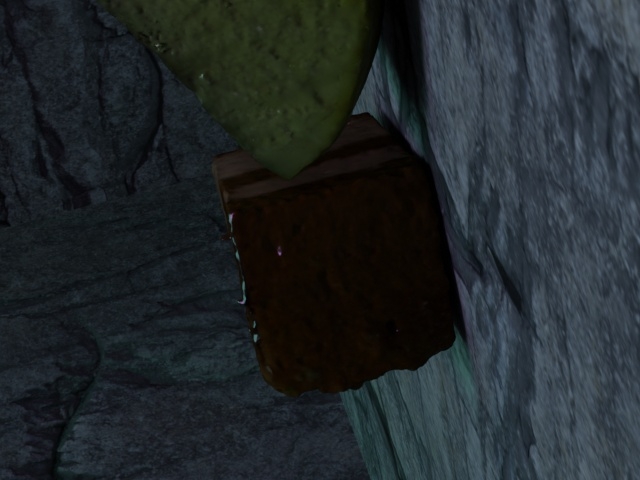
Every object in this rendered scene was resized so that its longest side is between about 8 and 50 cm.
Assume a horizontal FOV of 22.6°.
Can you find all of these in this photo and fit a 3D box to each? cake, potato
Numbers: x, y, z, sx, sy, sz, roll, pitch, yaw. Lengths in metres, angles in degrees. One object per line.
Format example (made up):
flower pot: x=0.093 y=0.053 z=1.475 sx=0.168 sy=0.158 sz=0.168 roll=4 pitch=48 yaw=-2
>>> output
cake: x=0.000 y=0.000 z=1.551 sx=0.293 sy=0.196 sz=0.198 roll=-121 pitch=15 yaw=-69
potato: x=-0.040 y=-0.266 z=1.353 sx=0.330 sy=0.213 sz=0.280 roll=46 pitch=-149 yaw=-30
